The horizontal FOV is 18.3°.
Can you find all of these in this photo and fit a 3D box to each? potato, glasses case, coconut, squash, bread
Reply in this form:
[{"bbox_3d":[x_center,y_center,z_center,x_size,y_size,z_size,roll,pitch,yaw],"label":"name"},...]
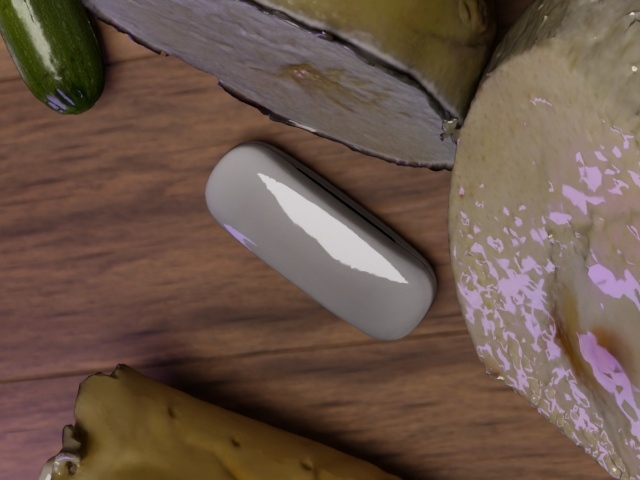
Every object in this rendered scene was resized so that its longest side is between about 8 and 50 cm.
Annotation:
[{"bbox_3d":[0.009,-0.190,1.339,0.299,0.246,0.196,29,79,-21],"label":"potato"},{"bbox_3d":[0.000,0.000,1.492,0.193,0.049,0.074,36,117,2],"label":"glasses case"},{"bbox_3d":[0.304,-0.011,1.227,0.404,0.404,0.405,6,112,16],"label":"coconut"},{"bbox_3d":[-0.225,-0.204,1.481,0.069,0.069,0.239,-16,105,23],"label":"squash"},{"bbox_3d":[-0.071,0.330,1.530,0.394,0.250,0.361,22,116,8],"label":"bread"}]
